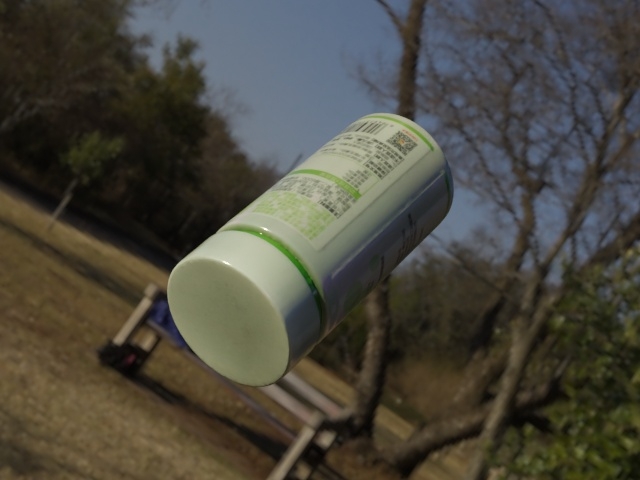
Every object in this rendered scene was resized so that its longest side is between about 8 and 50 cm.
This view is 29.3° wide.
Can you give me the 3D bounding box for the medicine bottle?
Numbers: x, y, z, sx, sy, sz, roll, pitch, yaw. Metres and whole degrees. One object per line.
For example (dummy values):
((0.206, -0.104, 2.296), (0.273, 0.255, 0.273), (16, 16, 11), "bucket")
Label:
((0.000, 0.000, 0.717), (0.086, 0.183, 0.086), (22, -49, 27), "medicine bottle")
